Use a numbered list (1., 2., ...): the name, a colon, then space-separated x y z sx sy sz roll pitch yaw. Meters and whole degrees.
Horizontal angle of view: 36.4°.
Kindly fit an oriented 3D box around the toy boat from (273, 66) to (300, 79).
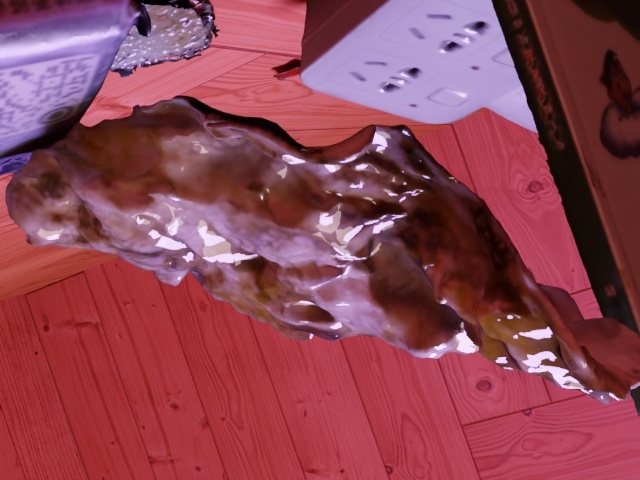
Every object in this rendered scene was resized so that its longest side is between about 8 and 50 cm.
1. toy boat: 0.100 -0.226 1.039 0.318 0.072 0.219 -10 -178 1

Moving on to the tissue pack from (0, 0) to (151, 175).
1. tissue pack: -0.288 -0.067 0.466 0.361 0.122 0.259 -17 176 -27

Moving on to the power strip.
1. power strip: 0.142 -0.190 0.824 0.261 0.141 0.229 13 164 -24

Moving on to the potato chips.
1. potato chips: -0.186 -0.143 0.761 0.220 0.029 0.202 -23 177 14

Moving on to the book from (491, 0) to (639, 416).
1. book: 0.207 -0.100 0.650 0.043 0.371 0.260 -20 179 39

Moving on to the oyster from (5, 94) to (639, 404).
1. oyster: 0.000 0.002 0.547 0.351 0.115 0.238 13 176 -1
